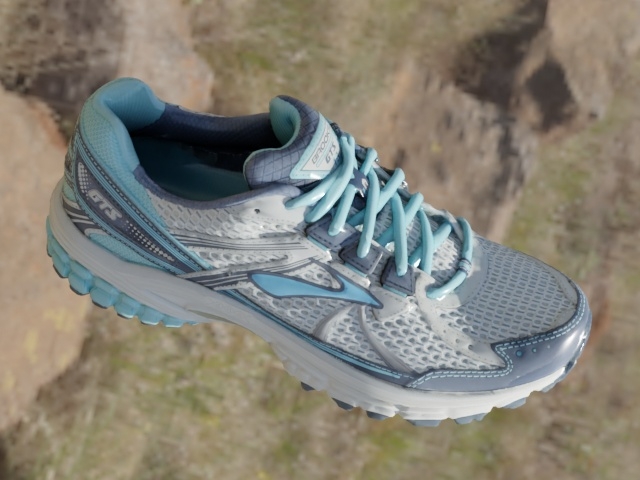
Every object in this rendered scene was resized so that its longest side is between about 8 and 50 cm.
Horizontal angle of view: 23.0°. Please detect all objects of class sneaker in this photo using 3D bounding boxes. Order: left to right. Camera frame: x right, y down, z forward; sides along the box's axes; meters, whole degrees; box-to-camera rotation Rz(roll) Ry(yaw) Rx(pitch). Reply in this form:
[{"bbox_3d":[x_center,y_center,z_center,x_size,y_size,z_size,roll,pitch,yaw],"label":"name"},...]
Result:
[{"bbox_3d":[0.000,0.000,0.777,0.110,0.283,0.122,-72,176,-47],"label":"sneaker"}]
